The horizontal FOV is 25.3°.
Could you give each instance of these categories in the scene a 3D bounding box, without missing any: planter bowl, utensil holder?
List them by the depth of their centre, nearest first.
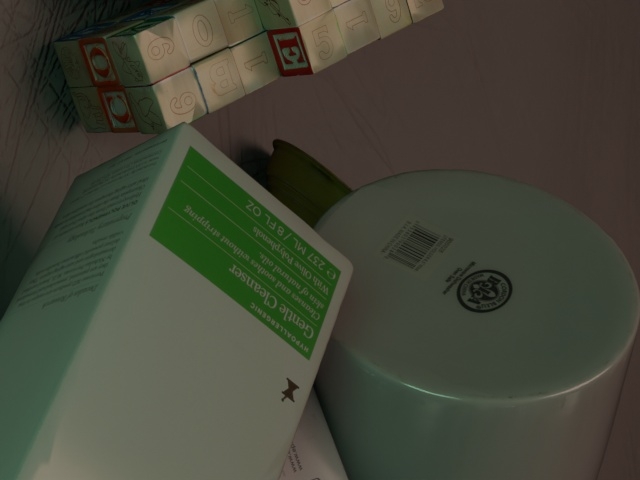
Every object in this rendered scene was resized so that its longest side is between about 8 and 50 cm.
[{"bbox_3d":[0.120,0.173,1.369,0.327,0.327,0.385,-62,164,-46],"label":"utensil holder"},{"bbox_3d":[0.000,0.000,1.504,0.090,0.217,0.217,-48,139,-8],"label":"planter bowl"}]

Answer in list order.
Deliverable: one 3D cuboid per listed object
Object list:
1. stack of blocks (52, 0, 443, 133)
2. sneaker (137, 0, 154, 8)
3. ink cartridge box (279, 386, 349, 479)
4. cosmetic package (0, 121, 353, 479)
[{"bbox_3d":[-0.058,-0.188,1.242,0.297,0.171,0.087,-31,112,-35],"label":"stack of blocks"},{"bbox_3d":[-0.074,-0.211,1.399,0.302,0.121,0.108,-39,123,-56],"label":"sneaker"},{"bbox_3d":[-0.125,0.226,1.140,0.330,0.071,0.324,-13,77,-33],"label":"ink cartridge box"},{"bbox_3d":[-0.136,0.125,1.018,0.197,0.155,0.365,39,51,-28],"label":"cosmetic package"}]
